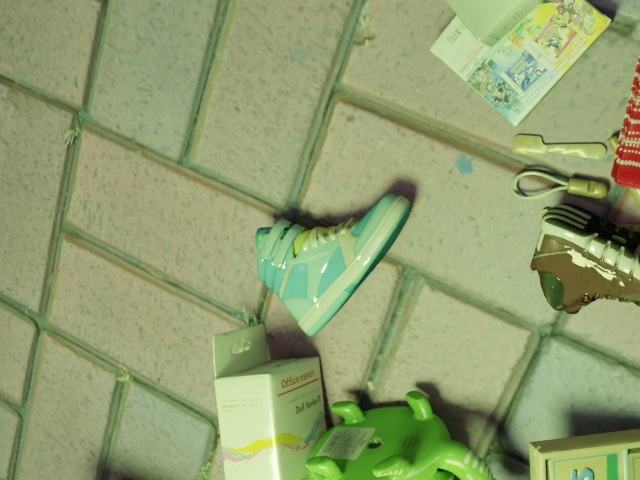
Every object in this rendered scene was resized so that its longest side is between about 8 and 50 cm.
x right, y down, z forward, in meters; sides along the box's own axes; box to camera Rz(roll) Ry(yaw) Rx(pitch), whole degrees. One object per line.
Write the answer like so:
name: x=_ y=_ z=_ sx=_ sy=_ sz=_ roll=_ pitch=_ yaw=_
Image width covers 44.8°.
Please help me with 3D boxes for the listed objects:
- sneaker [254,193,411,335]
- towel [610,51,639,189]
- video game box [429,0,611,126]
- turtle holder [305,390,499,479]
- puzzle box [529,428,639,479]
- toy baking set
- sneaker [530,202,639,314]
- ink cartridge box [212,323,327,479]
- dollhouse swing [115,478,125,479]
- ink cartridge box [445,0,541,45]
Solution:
sneaker: x=0.000 y=0.000 z=1.365 sx=0.208 sy=0.127 sz=0.319 roll=41 pitch=115 yaw=8
towel: x=0.528 y=-0.193 z=1.064 sx=0.198 sy=0.031 sz=0.275 roll=13 pitch=95 yaw=20
video game box: x=0.303 y=-0.313 z=1.189 sx=0.187 sy=0.048 sz=0.205 roll=46 pitch=117 yaw=11
turtle holder: x=0.149 y=0.411 z=1.360 sx=0.320 sy=0.243 sz=0.228 roll=-18 pitch=109 yaw=5
puzzle box: x=0.479 y=0.505 z=1.236 sx=0.272 sy=0.052 sz=0.409 roll=-6 pitch=97 yaw=-3
toy baking set: x=0.410 y=-0.070 z=1.213 sx=0.196 sy=0.030 sz=0.256 roll=-24 pitch=93 yaw=28
sneaker: x=0.452 y=0.069 z=1.189 sx=0.281 sy=0.106 sz=0.163 roll=32 pitch=131 yaw=23
ink cartridge box: x=-0.082 y=0.332 z=1.414 sx=0.119 sy=0.207 sz=0.354 roll=-8 pitch=88 yaw=25
dollhouse swing: x=-0.367 y=0.718 z=1.638 sx=0.346 sy=0.315 sz=0.305 roll=15 pitch=89 yaw=20
ink cartridge box: x=0.250 y=-0.466 z=1.131 sx=0.239 sy=0.060 sz=0.275 roll=-43 pitch=69 yaw=28
